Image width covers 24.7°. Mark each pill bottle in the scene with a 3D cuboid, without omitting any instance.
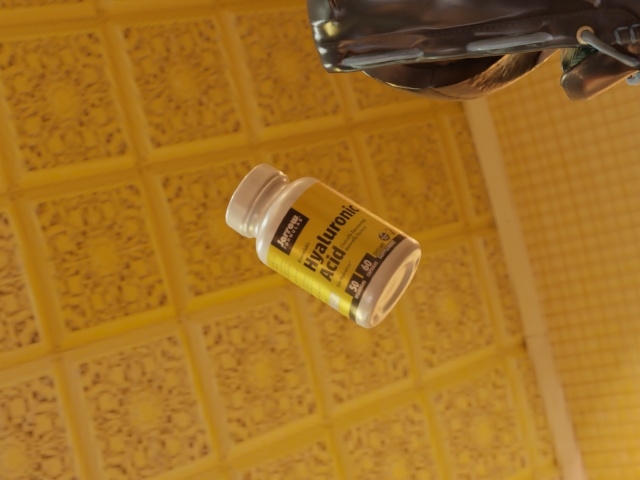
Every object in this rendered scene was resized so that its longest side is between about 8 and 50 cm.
[{"bbox_3d":[0.000,0.000,0.925,0.116,0.065,0.065,32,-132,16],"label":"pill bottle"}]

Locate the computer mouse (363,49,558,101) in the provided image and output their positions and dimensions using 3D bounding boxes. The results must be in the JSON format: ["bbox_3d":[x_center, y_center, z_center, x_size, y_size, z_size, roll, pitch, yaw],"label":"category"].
[{"bbox_3d":[0.148,-0.134,0.807,0.262,0.184,0.060,-46,-34,-29],"label":"computer mouse"}]

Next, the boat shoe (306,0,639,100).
[{"bbox_3d":[0.123,-0.108,0.685,0.109,0.258,0.089,-41,-45,-71],"label":"boat shoe"}]
